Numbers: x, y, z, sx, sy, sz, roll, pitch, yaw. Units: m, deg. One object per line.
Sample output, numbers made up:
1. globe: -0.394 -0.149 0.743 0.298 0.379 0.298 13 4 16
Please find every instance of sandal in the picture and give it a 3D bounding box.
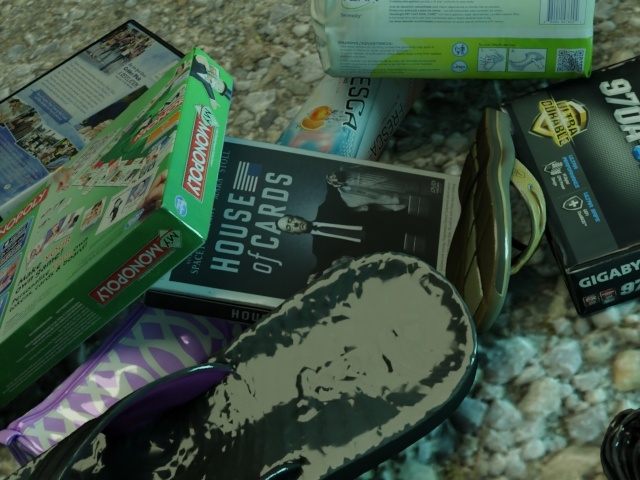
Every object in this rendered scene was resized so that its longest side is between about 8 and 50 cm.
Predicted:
1. sandal: 0.135 -0.017 1.030 0.060 0.090 0.219 18 37 -5
2. sandal: -0.095 0.149 0.898 0.445 0.107 0.167 -39 63 -10

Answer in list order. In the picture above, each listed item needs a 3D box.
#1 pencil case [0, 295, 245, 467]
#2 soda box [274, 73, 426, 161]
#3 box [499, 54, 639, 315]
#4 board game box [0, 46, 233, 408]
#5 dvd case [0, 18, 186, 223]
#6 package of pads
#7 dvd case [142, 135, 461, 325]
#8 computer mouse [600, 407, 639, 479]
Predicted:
1. pencil case: -0.144 0.104 1.038 0.086 0.088 0.206 10 50 43
2. soda box: 0.025 -0.106 1.213 0.058 0.063 0.183 7 48 32
3. box: 0.247 -0.055 1.058 0.175 0.051 0.220 -18 39 7
4. board game box: -0.199 0.008 1.088 0.317 0.046 0.214 -37 27 28
5. dvd case: -0.252 -0.127 1.404 0.253 0.022 0.180 -36 40 -14
6. package of pads: 0.111 -0.239 1.217 0.229 0.101 0.296 0 30 3
7. dvd case: 0.000 0.000 1.061 0.238 0.030 0.179 10 45 0
8. computer mouse: 0.300 0.137 0.800 0.272 0.072 0.188 -12 40 14
